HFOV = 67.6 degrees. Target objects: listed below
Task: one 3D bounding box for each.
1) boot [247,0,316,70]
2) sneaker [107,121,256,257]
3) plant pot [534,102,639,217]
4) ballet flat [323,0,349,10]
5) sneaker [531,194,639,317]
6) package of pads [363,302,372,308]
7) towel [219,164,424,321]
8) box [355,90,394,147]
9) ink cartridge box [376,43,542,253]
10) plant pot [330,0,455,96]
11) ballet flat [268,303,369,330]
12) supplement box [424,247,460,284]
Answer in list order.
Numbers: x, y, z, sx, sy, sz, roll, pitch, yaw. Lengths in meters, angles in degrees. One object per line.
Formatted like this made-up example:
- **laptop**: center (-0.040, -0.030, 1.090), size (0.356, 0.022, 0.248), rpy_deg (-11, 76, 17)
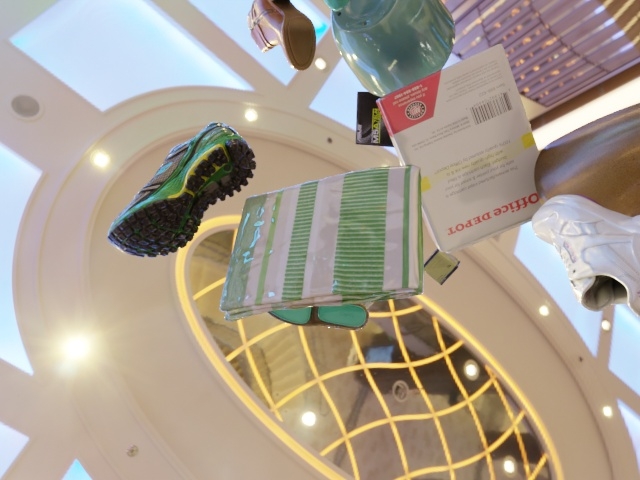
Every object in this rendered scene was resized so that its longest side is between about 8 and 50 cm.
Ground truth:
- **boot**: center (-0.126, -0.581, 1.351), size (0.109, 0.220, 0.283), rpy_deg (-21, -87, -33)
- **sneaker**: center (-0.282, -0.096, 0.959), size (0.134, 0.344, 0.146), rpy_deg (47, -173, -46)
- **plant pot**: center (0.560, -0.141, 0.844), size (0.237, 0.254, 0.237), rpy_deg (3, -108, -10)
- **ballet flat**: center (0.036, -0.551, 0.855), size (0.087, 0.083, 0.247), rpy_deg (-19, -51, -60)
- **sneaker**: center (0.408, 0.017, 0.733), size (0.114, 0.305, 0.152), rpy_deg (41, -88, -16)
- **package of pads**: center (0.116, 0.080, 1.501), size (0.229, 0.101, 0.296), rpy_deg (41, -146, 10)
- **towel**: center (0.000, 0.000, 0.749), size (0.038, 0.325, 0.247), rpy_deg (50, -142, -46)
- **box**: center (0.214, -0.433, 1.703), size (0.045, 0.184, 0.190), rpy_deg (-26, -58, -53)
- **ink cartridge box**: center (0.329, -0.203, 1.110), size (0.279, 0.160, 0.384), rpy_deg (-22, -78, 8)
- **plant pot**: center (0.163, -0.547, 1.201), size (0.235, 0.293, 0.292), rpy_deg (19, -119, -58)
- **ballet flat**: center (-0.011, 0.131, 0.902), size (0.206, 0.067, 0.073), rpy_deg (13, -97, 6)
- **supplement box**: center (0.374, 0.077, 1.485), size (0.083, 0.083, 0.056), rpy_deg (39, -150, 8)
